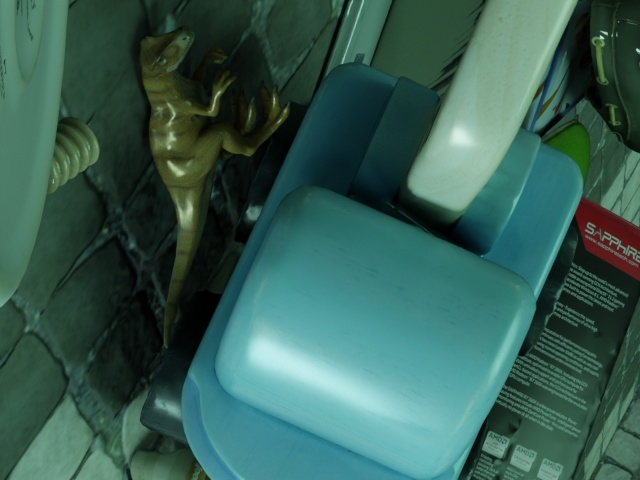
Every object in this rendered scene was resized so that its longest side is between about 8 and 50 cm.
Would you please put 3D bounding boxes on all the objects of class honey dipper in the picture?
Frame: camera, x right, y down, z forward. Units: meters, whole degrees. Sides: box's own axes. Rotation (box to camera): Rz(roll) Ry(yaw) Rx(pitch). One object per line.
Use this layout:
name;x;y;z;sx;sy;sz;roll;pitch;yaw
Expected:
honey dipper;-0.175;-0.014;0.749;0.161;0.030;0.030;-43;150;-41

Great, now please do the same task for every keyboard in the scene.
keyboard;0.020;-0.129;1.114;0.072;0.014;0.256;-21;133;-68

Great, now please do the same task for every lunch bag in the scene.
lunch bag;0.227;-0.223;1.359;0.303;0.115;0.243;-37;151;-49

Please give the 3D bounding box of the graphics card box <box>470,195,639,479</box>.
graphics card box;0.105;0.118;1.181;0.094;0.233;0.370;-9;-123;65

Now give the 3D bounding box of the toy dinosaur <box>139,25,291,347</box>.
toy dinosaur;-0.079;-0.052;0.917;0.112;0.064;0.211;-28;133;-29

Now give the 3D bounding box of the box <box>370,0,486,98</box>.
box;0.137;-0.238;1.150;0.113;0.094;0.275;-14;125;-65

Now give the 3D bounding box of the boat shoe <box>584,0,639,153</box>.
boat shoe;0.286;-0.150;1.311;0.305;0.091;0.109;53;57;-73

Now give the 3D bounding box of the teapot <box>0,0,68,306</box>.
teapot;-0.181;-0.088;0.457;0.252;0.187;0.256;-109;-157;-82

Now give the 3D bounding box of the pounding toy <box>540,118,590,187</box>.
pounding toy;0.179;0.002;1.368;0.237;0.110;0.183;-41;172;26

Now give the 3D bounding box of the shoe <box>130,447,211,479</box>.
shoe;-0.099;0.207;1.147;0.219;0.058;0.076;79;20;-62

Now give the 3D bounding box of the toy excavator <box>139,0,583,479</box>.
toy excavator;0.066;-0.022;0.850;0.445;0.222;0.432;128;-13;-86
